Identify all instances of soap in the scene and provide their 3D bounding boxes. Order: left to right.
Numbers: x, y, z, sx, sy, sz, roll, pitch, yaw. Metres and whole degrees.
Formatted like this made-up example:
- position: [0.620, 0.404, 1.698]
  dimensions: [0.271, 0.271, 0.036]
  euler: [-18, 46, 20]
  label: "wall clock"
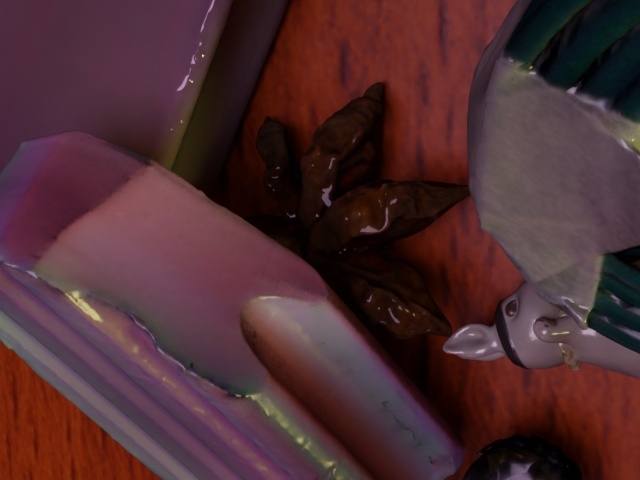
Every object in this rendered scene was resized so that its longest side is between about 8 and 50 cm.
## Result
- position: [-0.073, 0.075, 0.677]
  dimensions: [0.193, 0.109, 0.324]
  euler: [-6, 136, 43]
  label: "soap"

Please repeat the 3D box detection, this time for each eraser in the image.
- position: [-0.151, -0.215, 0.733]
  dimensions: [0.272, 0.122, 0.359]
  euler: [33, 115, 16]
  label: "eraser"

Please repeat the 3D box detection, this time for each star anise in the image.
- position: [0.005, 0.004, 0.726]
  dimensions: [0.212, 0.111, 0.196]
  euler: [-38, 91, 22]
  label: "star anise"

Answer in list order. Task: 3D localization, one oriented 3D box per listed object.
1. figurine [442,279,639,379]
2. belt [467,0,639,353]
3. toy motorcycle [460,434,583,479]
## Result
- position: [0.159, 0.042, 0.683]
  dimensions: [0.146, 0.081, 0.098]
  euler: [6, 62, 30]
  label: "figurine"
- position: [0.272, -0.074, 0.462]
  dimensions: [0.437, 0.173, 0.300]
  euler: [-12, 126, 39]
  label: "belt"
- position: [0.119, 0.335, 0.729]
  dimensions: [0.207, 0.134, 0.401]
  euler: [34, 112, 22]
  label: "toy motorcycle"
